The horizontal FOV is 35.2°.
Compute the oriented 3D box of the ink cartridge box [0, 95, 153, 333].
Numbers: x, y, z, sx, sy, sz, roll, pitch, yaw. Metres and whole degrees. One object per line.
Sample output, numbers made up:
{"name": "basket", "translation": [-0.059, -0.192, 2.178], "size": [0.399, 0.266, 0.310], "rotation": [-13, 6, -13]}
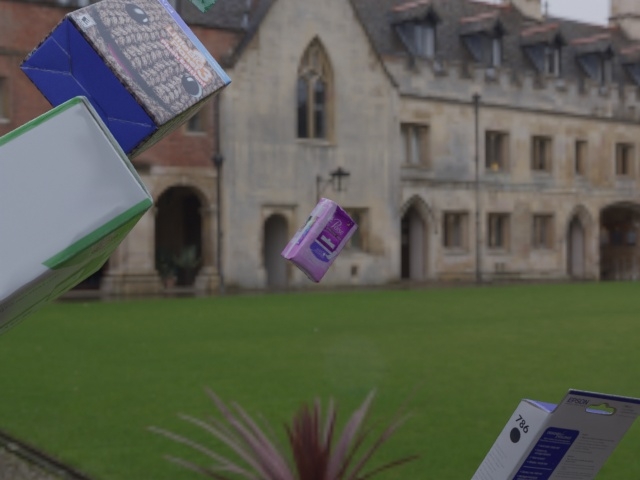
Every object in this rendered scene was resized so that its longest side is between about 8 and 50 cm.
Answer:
{"name": "ink cartridge box", "translation": [-0.298, 0.006, 0.949], "size": [0.211, 0.121, 0.289], "rotation": [-36, 1, -24]}

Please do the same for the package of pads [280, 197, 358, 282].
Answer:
{"name": "package of pads", "translation": [0.000, 0.000, 1.113], "size": [0.050, 0.083, 0.032], "rotation": [42, -12, -31]}

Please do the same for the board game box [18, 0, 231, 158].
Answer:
{"name": "board game box", "translation": [-0.326, -0.286, 1.737], "size": [0.141, 0.232, 0.291], "rotation": [-35, 8, 29]}

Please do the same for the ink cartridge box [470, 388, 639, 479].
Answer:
{"name": "ink cartridge box", "translation": [0.314, 0.328, 1.447], "size": [0.165, 0.333, 0.065], "rotation": [14, 27, -31]}

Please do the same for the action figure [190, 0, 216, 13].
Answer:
{"name": "action figure", "translation": [-0.128, -0.377, 1.281], "size": [0.063, 0.137, 0.232], "rotation": [-38, 5, 38]}
